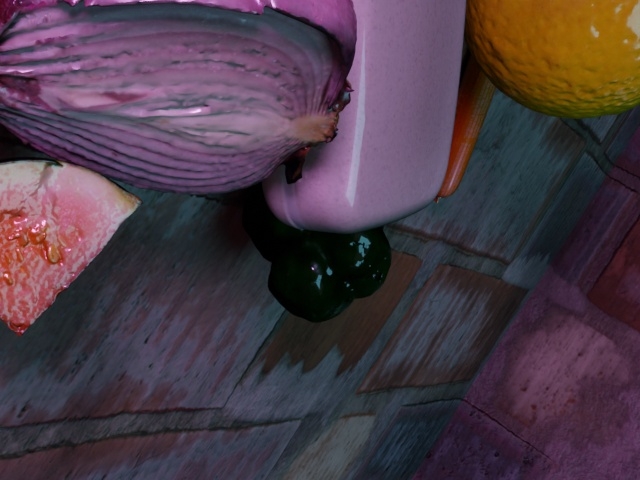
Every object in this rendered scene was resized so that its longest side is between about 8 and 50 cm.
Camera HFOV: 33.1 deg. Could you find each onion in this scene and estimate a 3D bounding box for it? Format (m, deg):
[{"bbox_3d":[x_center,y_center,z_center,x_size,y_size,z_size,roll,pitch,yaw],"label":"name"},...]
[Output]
[{"bbox_3d":[-0.148,-0.164,0.808,0.349,0.159,0.267,7,148,-27],"label":"onion"}]

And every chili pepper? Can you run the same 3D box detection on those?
[{"bbox_3d":[0.000,0.000,1.278,0.165,0.174,0.261,-32,168,0],"label":"chili pepper"}]

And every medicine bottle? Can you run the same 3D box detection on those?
[{"bbox_3d":[0.048,-0.200,1.027,0.282,0.123,0.375,-20,115,-60],"label":"medicine bottle"}]

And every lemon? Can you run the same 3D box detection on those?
[{"bbox_3d":[0.321,-0.306,1.325,0.336,0.336,0.336,-43,154,-27],"label":"lemon"}]

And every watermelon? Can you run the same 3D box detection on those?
[{"bbox_3d":[-0.257,-0.013,0.828,0.193,0.137,0.145,-28,126,28],"label":"watermelon"}]

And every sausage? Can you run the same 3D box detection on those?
[{"bbox_3d":[0.222,-0.196,1.603,0.053,0.053,0.347,-32,148,-44],"label":"sausage"}]
